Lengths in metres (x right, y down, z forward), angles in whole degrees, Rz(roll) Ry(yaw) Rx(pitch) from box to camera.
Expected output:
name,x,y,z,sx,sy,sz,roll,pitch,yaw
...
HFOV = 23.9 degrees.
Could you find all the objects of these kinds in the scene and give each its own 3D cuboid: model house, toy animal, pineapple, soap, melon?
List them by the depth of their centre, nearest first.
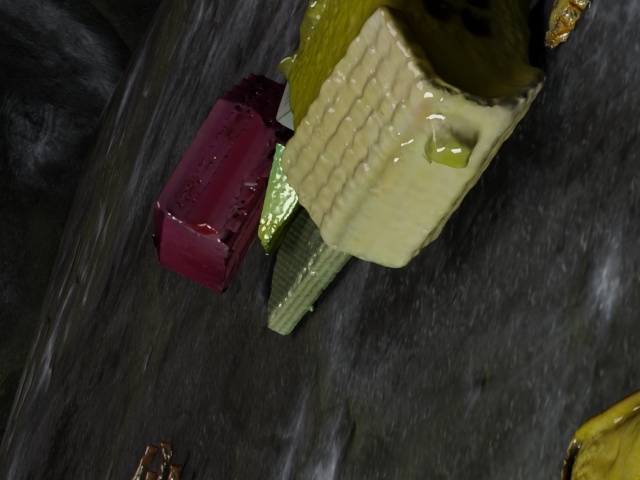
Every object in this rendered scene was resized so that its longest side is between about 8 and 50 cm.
name,x,y,z,sx,sy,sz,roll,pitch,yaw
pineapple,0.194,-0.191,1.158,0.045,0.019,0.083,144,144,-73
model house,0.062,-0.107,1.195,0.193,0.174,0.234,-56,17,38
melon,-0.039,-0.025,1.624,0.262,0.053,0.114,106,-176,-75
soap,-0.089,-0.075,1.713,0.250,0.099,0.162,-60,-12,-28
toy animal,-0.227,0.341,1.790,0.224,0.066,0.230,-124,52,-72

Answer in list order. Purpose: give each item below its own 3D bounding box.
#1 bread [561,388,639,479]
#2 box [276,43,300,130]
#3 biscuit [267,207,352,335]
name,x,y,z,sx,sy,sz,roll,pitch,yaw
bread,0.191,0.112,0.642,0.233,0.088,0.161,-47,31,47
box,0.072,-0.253,1.492,0.200,0.106,0.299,-26,43,67
biscuit,0.000,0.000,1.520,0.199,0.040,0.121,127,157,-46
